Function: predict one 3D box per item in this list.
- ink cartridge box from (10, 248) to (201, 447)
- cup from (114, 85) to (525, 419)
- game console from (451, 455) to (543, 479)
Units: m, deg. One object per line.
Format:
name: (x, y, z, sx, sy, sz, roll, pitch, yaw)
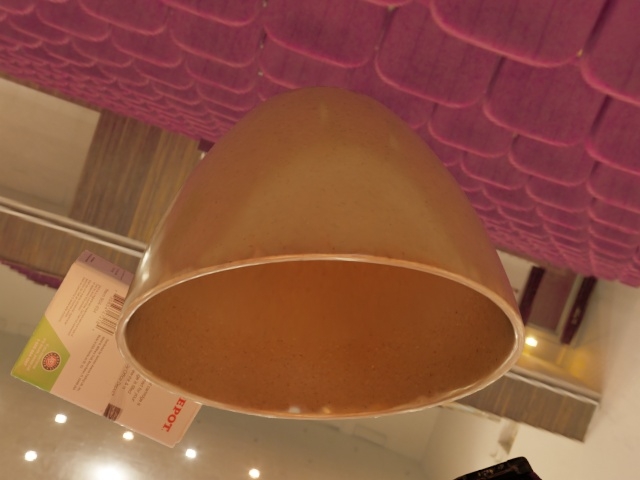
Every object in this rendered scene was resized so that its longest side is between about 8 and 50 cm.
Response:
ink cartridge box: (-0.302, 0.170, 1.035, 0.273, 0.198, 0.115, 30, -179, -15)
cup: (0.000, 0.000, 0.604, 0.331, 0.237, 0.331, 0, 148, 0)
game console: (0.103, 0.208, 0.460, 0.122, 0.107, 0.071, -16, -140, -3)
